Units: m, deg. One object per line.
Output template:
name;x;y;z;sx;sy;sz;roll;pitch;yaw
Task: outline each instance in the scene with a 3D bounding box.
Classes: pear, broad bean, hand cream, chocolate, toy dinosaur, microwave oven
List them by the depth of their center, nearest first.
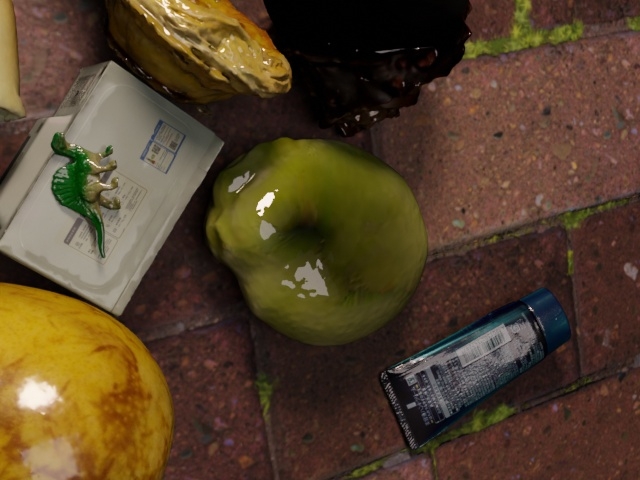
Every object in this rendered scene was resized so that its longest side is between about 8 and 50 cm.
pear;-0.271;0.174;0.861;0.280;0.280;0.281;-4;97;-28
toy dinosaur;-0.216;-0.042;0.870;0.060;0.029;0.120;-6;104;-13
microwave oven;-0.223;-0.054;0.945;0.162;0.122;0.208;35;79;-27
chocolate;0.057;-0.185;1.067;0.224;0.206;0.177;-10;131;-13
broad bean;-0.001;0.000;1.078;0.291;0.119;0.238;15;80;-32
hand cream;0.210;0.162;1.250;0.270;0.061;0.120;-29;107;-18

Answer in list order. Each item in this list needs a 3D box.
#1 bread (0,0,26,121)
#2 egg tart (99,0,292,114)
bread;-0.423;-0.149;0.802;0.333;0.160;0.333;-3;95;-30
egg tart;-0.135;-0.209;0.937;0.241;0.241;0.106;33;108;-28
